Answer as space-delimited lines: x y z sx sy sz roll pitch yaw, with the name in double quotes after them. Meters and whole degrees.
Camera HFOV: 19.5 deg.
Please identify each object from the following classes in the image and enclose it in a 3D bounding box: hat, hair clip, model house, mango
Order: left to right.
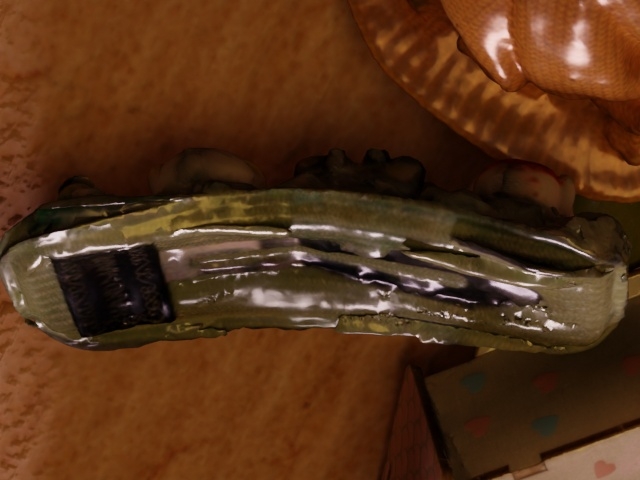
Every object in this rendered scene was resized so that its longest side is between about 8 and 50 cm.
-0.001 -0.002 0.974 0.321 0.091 0.138 2 152 7 "hair clip"
0.143 0.197 1.086 0.244 0.169 0.326 -23 119 3 "model house"
0.127 -0.140 0.870 0.233 0.233 0.244 -5 89 0 "hat"
0.178 -0.062 1.033 0.122 0.085 0.191 36 99 -19 "mango"
